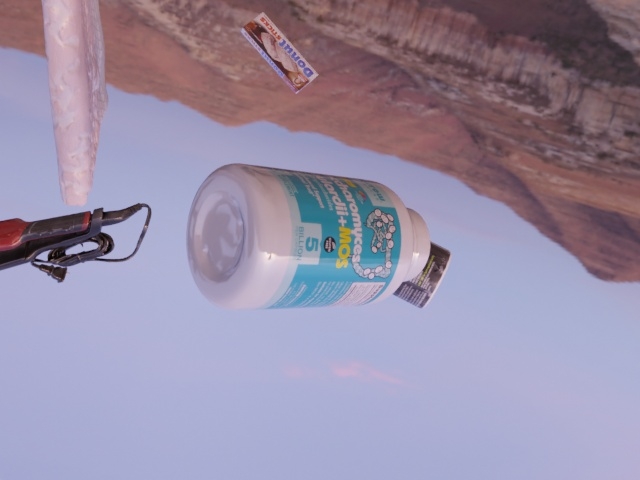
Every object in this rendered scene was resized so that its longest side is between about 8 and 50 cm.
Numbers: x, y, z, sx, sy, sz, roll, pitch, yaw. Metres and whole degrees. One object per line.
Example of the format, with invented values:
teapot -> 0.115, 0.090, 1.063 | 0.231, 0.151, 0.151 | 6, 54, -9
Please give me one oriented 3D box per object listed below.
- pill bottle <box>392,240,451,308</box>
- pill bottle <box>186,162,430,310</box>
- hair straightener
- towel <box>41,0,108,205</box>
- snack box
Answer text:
pill bottle -> 0.123, 0.024, 1.382 | 0.246, 0.130, 0.130 | 27, -165, 3
pill bottle -> 0.000, 0.000, 0.759 | 0.264, 0.146, 0.146 | 2, -161, -42
hair straightener -> -0.287, 0.004, 0.754 | 0.231, 0.089, 0.047 | -15, -128, 5
towel -> -0.363, -0.270, 1.053 | 0.054, 0.331, 0.317 | 0, -144, -11
snack box -> -0.088, -0.402, 1.498 | 0.178, 0.064, 0.022 | 48, 158, -5
